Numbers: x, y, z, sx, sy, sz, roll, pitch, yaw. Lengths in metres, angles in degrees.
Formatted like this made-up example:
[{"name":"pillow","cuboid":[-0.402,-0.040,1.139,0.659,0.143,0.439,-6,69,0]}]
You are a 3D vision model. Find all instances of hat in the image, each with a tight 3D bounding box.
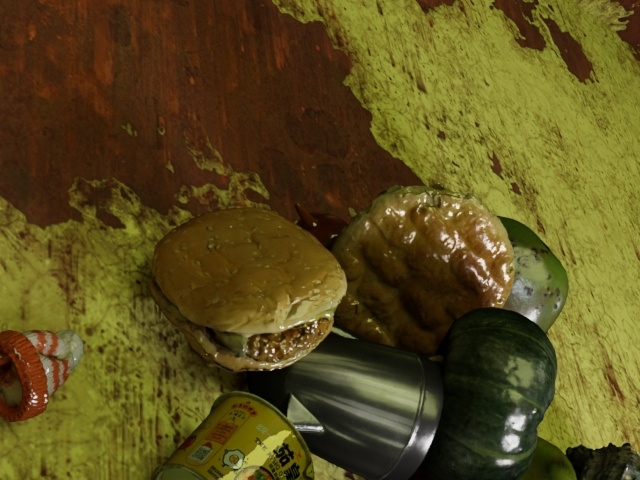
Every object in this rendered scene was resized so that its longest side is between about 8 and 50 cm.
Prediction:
[{"name":"hat","cuboid":[-0.347,0.150,1.253,0.162,0.094,0.112,-27,108,-60]}]

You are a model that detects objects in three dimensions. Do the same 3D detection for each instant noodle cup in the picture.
[{"name":"instant noodle cup","cuboid":[-0.120,0.310,1.309,0.182,0.182,0.144,53,44,0]}]

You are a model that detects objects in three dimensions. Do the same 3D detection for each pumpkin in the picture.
[{"name":"pumpkin","cuboid":[0.250,0.253,1.591,0.207,0.300,0.300,19,41,-1]}]

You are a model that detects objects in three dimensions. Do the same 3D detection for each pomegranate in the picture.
[{"name":"pomegranate","cuboid":[0.343,0.079,1.923,0.323,0.291,0.290,-6,66,-50]}]

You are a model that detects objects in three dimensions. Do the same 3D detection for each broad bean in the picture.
[{"name":"broad bean","cuboid":[0.345,0.432,1.761,0.291,0.119,0.238,0,59,-47]}]

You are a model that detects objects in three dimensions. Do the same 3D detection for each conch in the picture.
[{"name":"conch","cuboid":[0.543,0.497,1.875,0.186,0.240,0.313,12,15,2]}]

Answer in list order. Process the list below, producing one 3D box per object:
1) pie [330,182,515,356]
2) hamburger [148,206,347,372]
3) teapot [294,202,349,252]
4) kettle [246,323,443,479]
[{"name":"pie","cuboid":[0.166,0.057,1.708,0.339,0.339,0.083,39,14,-19]},{"name":"hamburger","cuboid":[-0.103,0.062,1.453,0.259,0.144,0.283,-20,48,-40]},{"name":"teapot","cuboid":[0.000,0.000,1.761,0.173,0.116,0.116,56,25,-46]},{"name":"kettle","cuboid":[0.022,0.215,1.518,0.271,0.207,0.250,20,64,-17]}]
